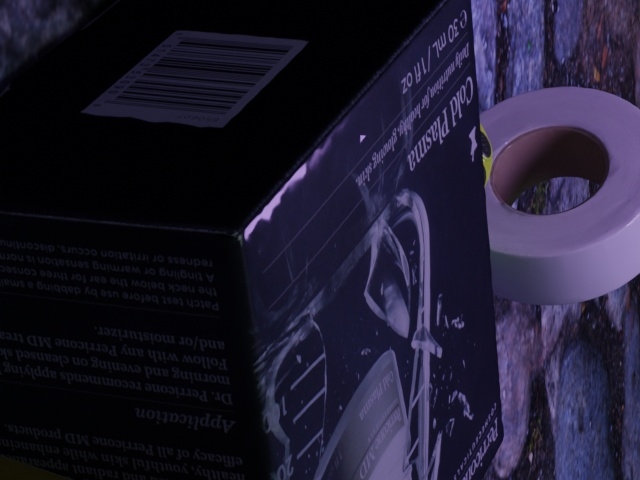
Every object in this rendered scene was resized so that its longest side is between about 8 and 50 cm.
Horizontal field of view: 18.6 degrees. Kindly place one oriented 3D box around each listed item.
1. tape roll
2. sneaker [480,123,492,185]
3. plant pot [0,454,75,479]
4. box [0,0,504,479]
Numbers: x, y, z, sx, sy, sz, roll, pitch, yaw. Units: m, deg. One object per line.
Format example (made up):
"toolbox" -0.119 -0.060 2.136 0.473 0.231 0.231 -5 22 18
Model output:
"tape roll" 0.289 -0.057 2.418 0.100 0.286 0.286 69 34 -48
"sneaker" 0.128 -0.026 2.275 0.109 0.123 0.295 11 74 -33
"plant pot" -0.194 0.298 1.305 0.187 0.212 0.212 -47 138 -40
"box" -0.068 0.076 1.577 0.480 0.297 0.471 -51 142 -53
